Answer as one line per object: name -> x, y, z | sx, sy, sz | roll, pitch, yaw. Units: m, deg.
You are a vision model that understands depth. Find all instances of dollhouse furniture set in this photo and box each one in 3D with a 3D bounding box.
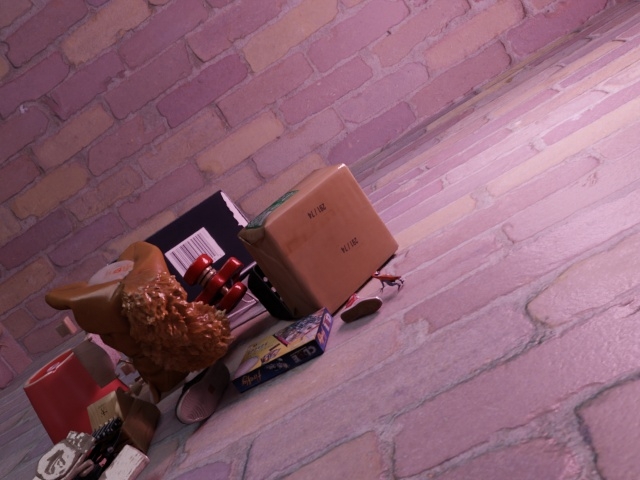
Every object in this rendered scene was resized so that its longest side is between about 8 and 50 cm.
dollhouse furniture set -> -0.565, 0.306, 1.816 | 0.173, 0.356, 0.303 | -34, 12, -5

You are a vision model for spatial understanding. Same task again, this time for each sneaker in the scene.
sneaker -> 0.102, 0.148, 1.476 | 0.118, 0.042, 0.067 | -28, 17, 32
sneaker -> -0.311, 0.395, 1.526 | 0.118, 0.083, 0.222 | -36, 5, 25

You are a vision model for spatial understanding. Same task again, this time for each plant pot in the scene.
plant pot -> -0.745, 0.474, 1.891 | 0.274, 0.243, 0.275 | -31, 13, 8
plant pot -> -0.104, 0.122, 1.810 | 0.187, 0.188, 0.167 | -42, 2, -33

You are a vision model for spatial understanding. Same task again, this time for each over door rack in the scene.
over door rack -> -0.261, 0.221, 1.949 | 0.324, 0.108, 0.239 | -40, 14, -27

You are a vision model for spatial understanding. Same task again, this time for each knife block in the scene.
knife block -> -0.473, 0.504, 1.525 | 0.088, 0.242, 0.276 | -31, -32, 3

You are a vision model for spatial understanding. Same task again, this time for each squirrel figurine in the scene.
squirrel figurine -> -0.412, 0.236, 1.546 | 0.396, 0.371, 0.281 | 6, 34, 42

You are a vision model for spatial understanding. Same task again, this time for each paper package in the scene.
paper package -> 0.000, 0.000, 1.671 | 0.325, 0.310, 0.168 | -42, 15, -29

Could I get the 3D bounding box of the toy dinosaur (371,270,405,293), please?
toy dinosaur -> 0.161, 0.087, 1.497 | 0.082, 0.090, 0.047 | 23, 55, 20

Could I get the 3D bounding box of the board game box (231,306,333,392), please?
board game box -> -0.089, 0.265, 1.513 | 0.243, 0.042, 0.165 | -29, 14, 19

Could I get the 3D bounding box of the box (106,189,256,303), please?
box -> -0.495, 0.128, 2.210 | 0.480, 0.297, 0.472 | -38, -2, -29

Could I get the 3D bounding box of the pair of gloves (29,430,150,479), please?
pair of gloves -> -0.504, 0.516, 1.318 | 0.240, 0.042, 0.204 | 11, 48, 20

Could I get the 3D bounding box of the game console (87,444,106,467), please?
game console -> -0.596, 0.584, 1.637 | 0.144, 0.085, 0.124 | -38, -18, -22

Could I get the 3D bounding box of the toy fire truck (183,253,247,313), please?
toy fire truck -> -0.339, 0.180, 1.853 | 0.302, 0.169, 0.254 | -52, -2, -7

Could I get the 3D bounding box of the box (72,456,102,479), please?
box -> -0.665, 0.650, 1.415 | 0.307, 0.077, 0.242 | -30, 13, 16
